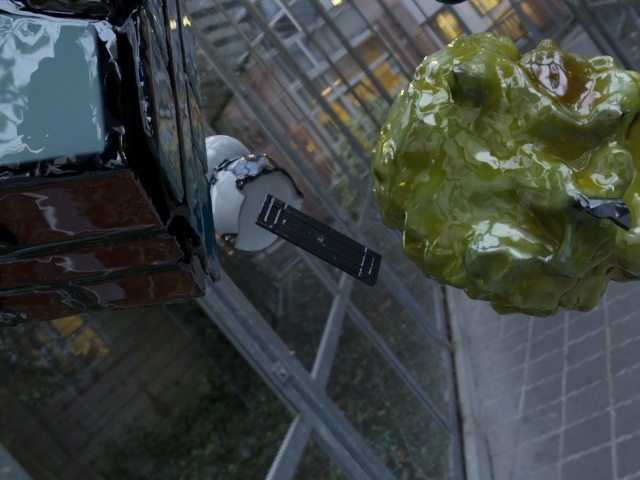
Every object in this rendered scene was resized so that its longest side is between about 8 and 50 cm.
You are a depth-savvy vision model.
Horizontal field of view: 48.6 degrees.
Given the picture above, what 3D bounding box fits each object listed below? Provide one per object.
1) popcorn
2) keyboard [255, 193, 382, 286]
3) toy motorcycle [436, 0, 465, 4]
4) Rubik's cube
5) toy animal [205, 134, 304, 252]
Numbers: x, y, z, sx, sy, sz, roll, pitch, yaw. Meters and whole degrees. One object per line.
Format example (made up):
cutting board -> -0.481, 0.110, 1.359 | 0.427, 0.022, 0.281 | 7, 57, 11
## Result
popcorn -> 0.162, -0.050, 0.559 | 0.249, 0.249, 0.225 | -37, -2, 16
keyboard -> 0.000, 0.000, 1.054 | 0.013, 0.204, 0.061 | -47, 19, 48
toy motorcycle -> 0.024, -0.324, 0.547 | 0.113, 0.315, 0.169 | -43, 35, -18
Rubik's cube -> -0.239, -0.101, 0.514 | 0.293, 0.289, 0.283 | -6, -20, -4
toy animal -> -0.170, -0.095, 1.317 | 0.165, 0.235, 0.187 | -16, -53, -48
